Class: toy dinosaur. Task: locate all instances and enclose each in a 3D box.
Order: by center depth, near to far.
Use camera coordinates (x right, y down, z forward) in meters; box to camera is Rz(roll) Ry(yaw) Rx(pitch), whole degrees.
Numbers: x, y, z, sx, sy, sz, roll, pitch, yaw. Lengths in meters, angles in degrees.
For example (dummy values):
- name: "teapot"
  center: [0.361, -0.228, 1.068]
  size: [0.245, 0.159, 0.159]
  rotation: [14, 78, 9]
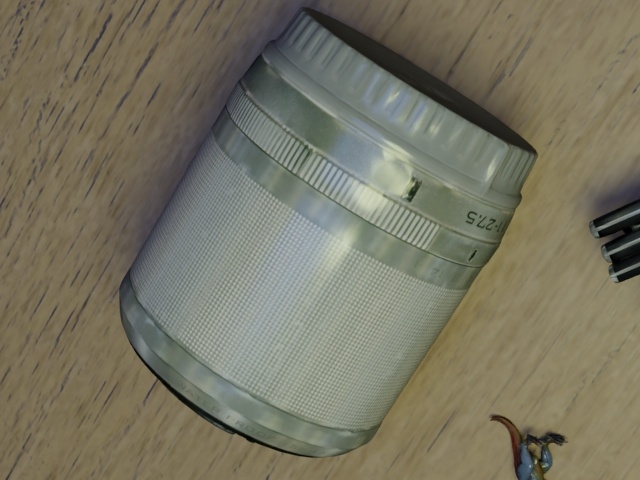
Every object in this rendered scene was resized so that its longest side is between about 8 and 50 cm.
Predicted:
- name: "toy dinosaur"
  center: [0.169, 0.190, 0.962]
  size: [0.090, 0.047, 0.082]
  rotation: [30, 115, 47]

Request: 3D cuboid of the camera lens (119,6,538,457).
- name: "camera lens"
  center: [0.000, 0.000, 0.894]
  size: [0.219, 0.219, 0.274]
  rotation: [34, 103, 12]

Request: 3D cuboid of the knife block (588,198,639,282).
- name: "knife block"
  center: [0.333, -0.048, 0.854]
  size: [0.242, 0.088, 0.276]
  rotation: [22, 101, 14]
